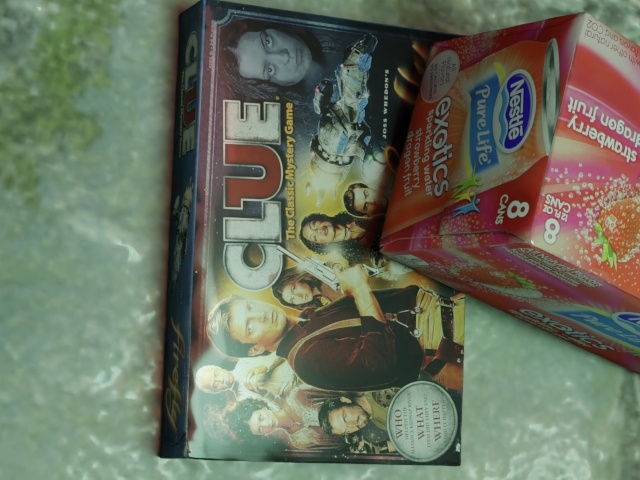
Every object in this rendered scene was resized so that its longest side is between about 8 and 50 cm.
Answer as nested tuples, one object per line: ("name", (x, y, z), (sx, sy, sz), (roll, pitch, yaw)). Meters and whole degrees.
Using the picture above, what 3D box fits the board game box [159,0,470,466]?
("board game box", (0.000, 0.000, 0.870), (0.165, 0.042, 0.243), (4, 83, -24))

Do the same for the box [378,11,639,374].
("box", (0.174, -0.010, 0.876), (0.257, 0.122, 0.128), (25, 74, -34))
